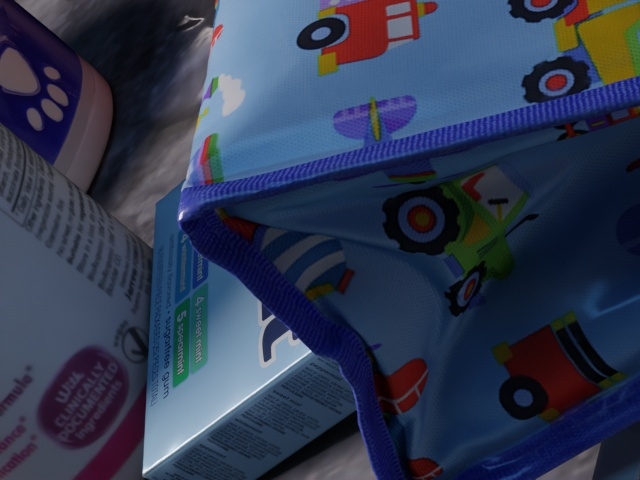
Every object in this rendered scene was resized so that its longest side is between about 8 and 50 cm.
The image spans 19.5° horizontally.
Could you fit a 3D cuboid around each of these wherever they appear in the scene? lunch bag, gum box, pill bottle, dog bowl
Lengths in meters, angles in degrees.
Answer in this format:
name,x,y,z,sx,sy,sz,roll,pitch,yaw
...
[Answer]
name,x,y,z,sx,sy,sz,roll,pitch,yaw
lunch bag,0.124,-0.079,0.532,0.293,0.138,0.221,-23,33,19
gum box,0.000,0.000,0.769,0.184,0.041,0.157,-37,37,32
pill bottle,-0.198,0.005,0.823,0.160,0.283,0.160,-35,31,25
dog bowl,-0.255,-0.032,1.138,0.265,0.104,0.265,-34,32,25

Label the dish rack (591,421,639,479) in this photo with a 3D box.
name,x,y,z,sx,sy,sz,roll,pitch,yaw
dish rack,0.222,-0.018,0.489,0.285,0.072,0.333,-19,40,44
